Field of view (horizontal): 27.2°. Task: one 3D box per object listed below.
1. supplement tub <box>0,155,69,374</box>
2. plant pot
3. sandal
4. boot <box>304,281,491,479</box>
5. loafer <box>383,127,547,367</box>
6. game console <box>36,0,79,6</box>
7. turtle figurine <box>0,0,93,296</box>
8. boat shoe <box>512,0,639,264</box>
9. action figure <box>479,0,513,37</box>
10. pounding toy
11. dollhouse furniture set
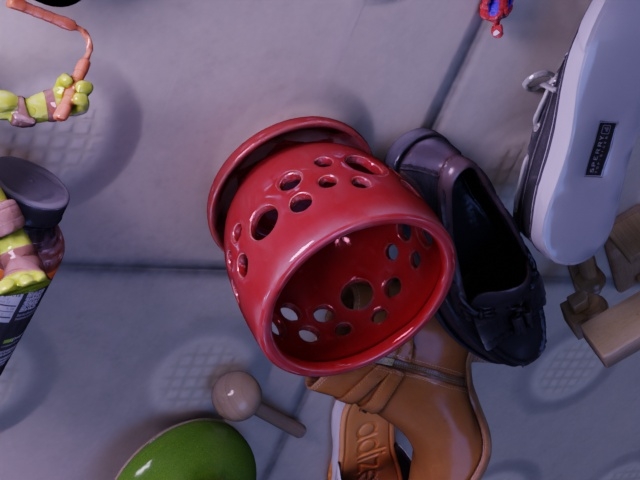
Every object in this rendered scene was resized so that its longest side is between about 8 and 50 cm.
[{"bbox_3d":[-0.279,0.028,1.094,0.106,0.106,0.198,13,120,-39],"label":"supplement tub"},{"bbox_3d":[0.000,0.000,1.185,0.191,0.174,0.191,-17,134,-18],"label":"plant pot"},{"bbox_3d":[0.061,0.270,1.540,0.102,0.076,0.265,-21,136,-13],"label":"sandal"},{"bbox_3d":[0.086,0.174,1.426,0.220,0.109,0.283,7,113,-30],"label":"boot"},{"bbox_3d":[0.159,0.025,1.306,0.109,0.095,0.302,-41,123,-16],"label":"loafer"},{"bbox_3d":[-0.268,-0.262,0.854,0.213,0.044,0.361,-40,142,26],"label":"game console"},{"bbox_3d":[-0.289,-0.058,0.978,0.269,0.217,0.087,-11,177,-25],"label":"turtle figurine"},{"bbox_3d":[0.259,-0.133,1.272,0.113,0.105,0.306,0,113,-24],"label":"boat shoe"},{"bbox_3d":[0.163,-0.231,1.185,0.038,0.030,0.115,-21,138,-21],"label":"action figure"},{"bbox_3d":[-0.104,0.271,1.379,0.237,0.110,0.183,-49,136,-6],"label":"pounding toy"},{"bbox_3d":[0.349,0.076,1.486,0.144,0.151,0.123,-30,138,-1],"label":"dollhouse furniture set"}]
